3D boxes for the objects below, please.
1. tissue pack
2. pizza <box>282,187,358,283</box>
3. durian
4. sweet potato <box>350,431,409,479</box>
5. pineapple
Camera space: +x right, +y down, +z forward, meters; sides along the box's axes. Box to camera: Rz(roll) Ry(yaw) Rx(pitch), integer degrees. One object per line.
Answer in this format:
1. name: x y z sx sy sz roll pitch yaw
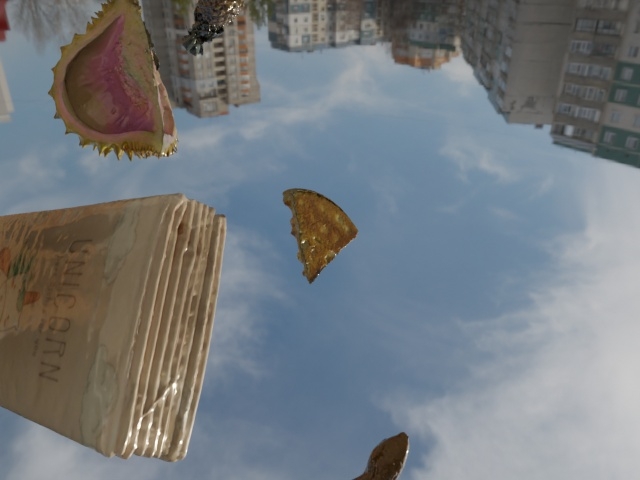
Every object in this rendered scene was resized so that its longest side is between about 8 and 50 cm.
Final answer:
1. tissue pack: -0.215 0.058 0.443 0.325 0.170 0.071 -1 162 40
2. pizza: 0.000 0.000 0.998 0.184 0.176 0.036 16 162 -39
3. durian: -0.225 -0.180 0.636 0.132 0.182 0.165 -24 -162 39
4. sweet potato: 0.069 0.390 0.838 0.065 0.218 0.051 41 178 -9
5. pineapple: -0.177 -0.355 0.856 0.074 0.074 0.159 -22 176 -35
